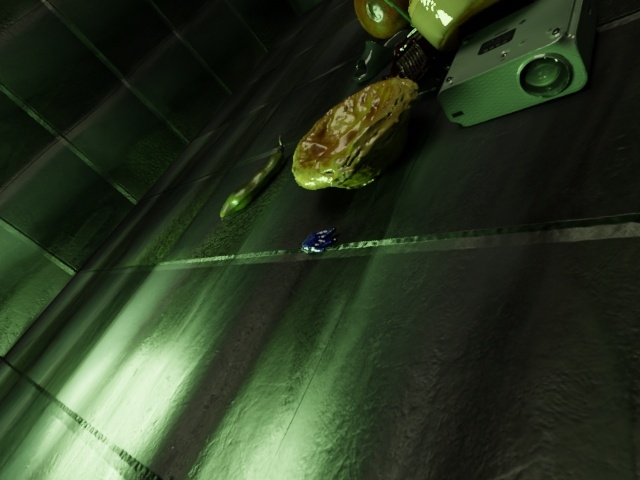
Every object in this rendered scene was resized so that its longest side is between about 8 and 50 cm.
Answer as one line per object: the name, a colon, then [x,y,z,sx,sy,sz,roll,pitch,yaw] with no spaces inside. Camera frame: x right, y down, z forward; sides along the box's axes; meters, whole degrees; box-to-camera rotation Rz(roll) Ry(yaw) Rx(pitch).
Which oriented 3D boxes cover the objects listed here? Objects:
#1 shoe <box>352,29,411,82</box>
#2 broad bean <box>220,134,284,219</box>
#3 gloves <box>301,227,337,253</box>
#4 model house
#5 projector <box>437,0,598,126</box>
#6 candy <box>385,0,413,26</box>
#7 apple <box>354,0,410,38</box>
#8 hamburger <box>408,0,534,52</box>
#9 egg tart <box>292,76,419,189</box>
shoe: [0.185,-0.619,1.450,0.241,0.093,0.108,-41,30,0]
broad bean: [-0.195,-0.183,1.381,0.075,0.067,0.325,33,73,30]
gloves: [0.000,0.000,0.921,0.086,0.026,0.064,-7,43,47]
model house: [0.249,-0.435,1.125,0.203,0.141,0.164,150,133,-64]
projector: [0.363,-0.339,0.835,0.250,0.108,0.198,-9,44,46]
candy: [0.235,-0.547,1.129,0.084,0.287,0.078,-33,67,35]
apple: [0.224,-0.829,1.558,0.236,0.207,0.237,-30,34,23]
hamburger: [0.322,-0.533,0.920,0.300,0.176,0.300,-28,0,0]
egg tart: [0.086,-0.223,1.001,0.341,0.132,0.341,-31,29,20]
